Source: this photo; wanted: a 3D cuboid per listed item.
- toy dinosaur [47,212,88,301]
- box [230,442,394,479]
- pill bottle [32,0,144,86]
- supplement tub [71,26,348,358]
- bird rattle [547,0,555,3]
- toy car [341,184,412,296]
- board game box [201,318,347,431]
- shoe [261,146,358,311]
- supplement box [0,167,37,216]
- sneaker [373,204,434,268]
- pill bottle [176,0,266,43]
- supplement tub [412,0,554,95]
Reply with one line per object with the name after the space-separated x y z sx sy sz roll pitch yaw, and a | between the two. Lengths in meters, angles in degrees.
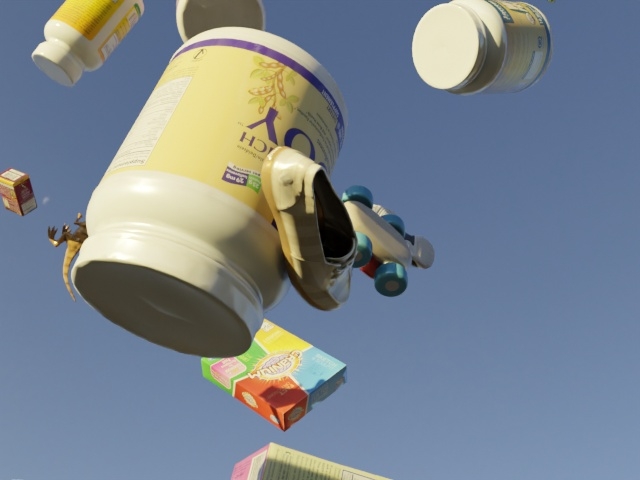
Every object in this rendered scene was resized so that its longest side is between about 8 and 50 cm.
-0.525 0.009 1.533 0.112 0.211 0.064 20 -13 24 | toy dinosaur
-0.025 0.468 1.281 0.243 0.117 0.213 22 -32 -13 | box
-0.430 -0.389 1.328 0.117 0.208 0.117 27 -19 10 | pill bottle
-0.120 -0.057 0.842 0.241 0.331 0.241 14 -31 9 | supplement tub
0.342 -0.496 1.243 0.253 0.207 0.143 -1 -75 -20 | bird rattle
0.057 0.043 1.605 0.210 0.219 0.238 39 -59 -23 | toy car
-0.124 0.348 1.922 0.316 0.242 0.064 23 -51 36 | board game box
0.000 0.000 0.740 0.058 0.076 0.219 10 -39 30 | shoe
-0.627 -0.100 1.488 0.055 0.043 0.083 20 -48 22 | supplement box
0.166 0.004 1.910 0.268 0.101 0.153 33 -29 -28 | sneaker
-0.209 -0.466 1.467 0.169 0.301 0.169 -4 -66 -9 | pill bottle
0.253 -0.299 1.119 0.199 0.144 0.144 -13 -27 -42 | supplement tub
